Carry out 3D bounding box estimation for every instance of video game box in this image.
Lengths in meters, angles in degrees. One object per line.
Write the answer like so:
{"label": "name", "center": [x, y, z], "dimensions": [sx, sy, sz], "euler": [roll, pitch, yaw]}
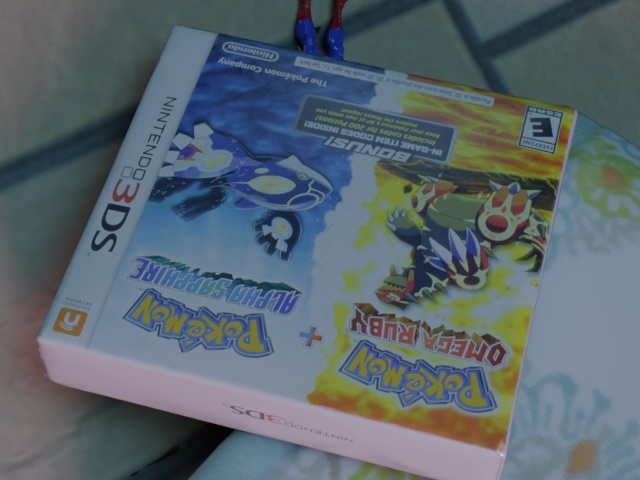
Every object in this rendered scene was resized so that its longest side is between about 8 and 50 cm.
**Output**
{"label": "video game box", "center": [0.000, 0.000, 0.601], "dimensions": [0.205, 0.048, 0.187], "euler": [13, 60, 8]}

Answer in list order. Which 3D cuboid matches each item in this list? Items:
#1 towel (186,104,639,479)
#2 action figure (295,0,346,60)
{"label": "towel", "center": [0.133, 0.137, 0.610], "dimensions": [0.320, 0.090, 0.374], "euler": [39, 64, 14]}
{"label": "action figure", "center": [0.000, -0.085, 0.699], "dimensions": [0.038, 0.030, 0.115], "euler": [14, 73, -28]}
